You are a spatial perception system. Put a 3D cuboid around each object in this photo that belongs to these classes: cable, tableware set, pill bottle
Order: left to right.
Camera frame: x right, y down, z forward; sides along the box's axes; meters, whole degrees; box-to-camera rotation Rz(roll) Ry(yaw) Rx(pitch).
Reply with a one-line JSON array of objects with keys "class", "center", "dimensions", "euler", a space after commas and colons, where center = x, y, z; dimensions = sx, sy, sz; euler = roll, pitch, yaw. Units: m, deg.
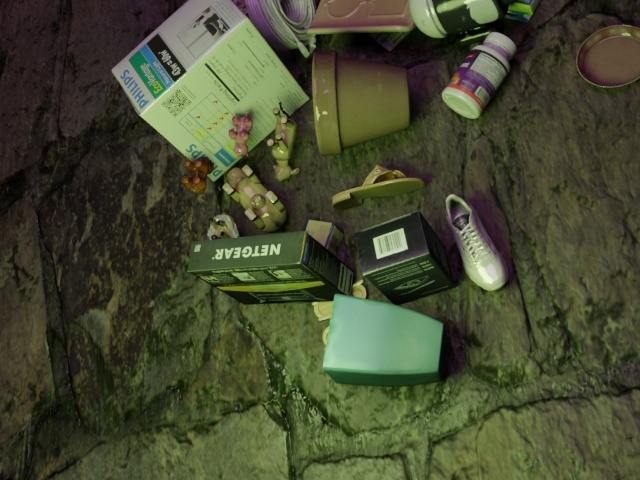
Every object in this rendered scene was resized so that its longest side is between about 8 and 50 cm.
[{"class": "cable", "center": [-0.107, -0.662, 2.050], "dimensions": [0.089, 0.257, 0.257], "euler": [-11, 58, 36]}, {"class": "tableware set", "center": [0.056, 0.178, 1.720], "dimensions": [0.141, 0.020, 0.168], "euler": [-25, 58, 15]}, {"class": "pill bottle", "center": [0.388, -0.401, 1.766], "dimensions": [0.108, 0.108, 0.193], "euler": [31, 83, 34]}]

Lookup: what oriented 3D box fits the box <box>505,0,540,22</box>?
[{"class": "box", "center": [0.517, -0.644, 1.853], "dimensions": [0.109, 0.042, 0.178], "euler": [26, 80, 34]}]

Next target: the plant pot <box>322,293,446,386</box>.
[{"class": "plant pot", "center": [0.146, 0.227, 1.572], "dimensions": [0.234, 0.166, 0.165], "euler": [5, 70, 14]}]

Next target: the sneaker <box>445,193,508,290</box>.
[{"class": "sneaker", "center": [0.335, 0.005, 1.616], "dimensions": [0.090, 0.095, 0.235], "euler": [-29, 59, 10]}]

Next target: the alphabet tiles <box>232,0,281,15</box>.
[{"class": "alphabet tiles", "center": [-0.196, -0.787, 2.298], "dimensions": [0.198, 0.009, 0.237], "euler": [-46, 55, 1]}]

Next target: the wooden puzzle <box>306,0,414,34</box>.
[{"class": "wooden puzzle", "center": [0.158, -0.689, 2.029], "dimensions": [0.322, 0.080, 0.348], "euler": [9, 65, 32]}]

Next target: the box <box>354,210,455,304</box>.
[{"class": "box", "center": [0.188, 0.044, 1.603], "dimensions": [0.153, 0.207, 0.108], "euler": [-19, 60, 17]}]

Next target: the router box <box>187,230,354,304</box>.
[{"class": "router box", "center": [-0.113, 0.072, 1.709], "dimensions": [0.309, 0.243, 0.081], "euler": [-5, 65, 28]}]

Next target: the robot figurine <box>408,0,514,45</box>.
[{"class": "robot figurine", "center": [0.356, -0.606, 1.803], "dimensions": [0.278, 0.173, 0.209], "euler": [-12, 82, 30]}]

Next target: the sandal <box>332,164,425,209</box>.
[{"class": "sandal", "center": [0.133, -0.146, 1.790], "dimensions": [0.240, 0.088, 0.079], "euler": [-16, 67, 25]}]

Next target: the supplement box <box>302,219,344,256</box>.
[{"class": "supplement box", "center": [0.000, 0.000, 1.808], "dimensions": [0.083, 0.056, 0.083], "euler": [9, 72, 30]}]

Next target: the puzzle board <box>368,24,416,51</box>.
[{"class": "puzzle board", "center": [0.205, -0.585, 2.002], "dimensions": [0.128, 0.011, 0.096], "euler": [-45, 55, 2]}]

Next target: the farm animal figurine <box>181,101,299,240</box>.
[{"class": "farm animal figurine", "center": [-0.172, -0.153, 1.913], "dimensions": [0.330, 0.172, 0.327], "euler": [-26, 70, 5]}]

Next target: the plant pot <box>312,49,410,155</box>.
[{"class": "plant pot", "center": [0.105, -0.350, 1.823], "dimensions": [0.229, 0.263, 0.263], "euler": [-4, 65, 6]}]

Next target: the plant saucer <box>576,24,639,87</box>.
[{"class": "plant saucer", "center": [0.675, -0.416, 1.676], "dimensions": [0.168, 0.029, 0.168], "euler": [-10, 63, 21]}]

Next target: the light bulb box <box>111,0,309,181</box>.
[{"class": "light bulb box", "center": [-0.287, -0.416, 1.963], "dimensions": [0.361, 0.358, 0.225], "euler": [-40, 54, 4]}]
